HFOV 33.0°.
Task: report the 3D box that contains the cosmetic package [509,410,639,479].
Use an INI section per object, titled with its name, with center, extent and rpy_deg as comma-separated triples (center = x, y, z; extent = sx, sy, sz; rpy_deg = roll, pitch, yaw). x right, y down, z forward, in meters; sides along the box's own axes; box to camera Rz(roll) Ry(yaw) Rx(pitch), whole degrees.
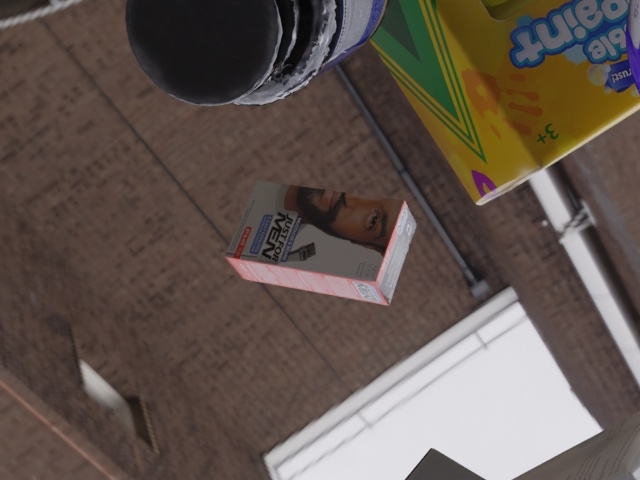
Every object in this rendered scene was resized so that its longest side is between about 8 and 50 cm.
[cosmetic package]
center = 0.256, 0.350, 1.196
extent = 0.385, 0.156, 0.217
rpy_deg = -40, 173, 34

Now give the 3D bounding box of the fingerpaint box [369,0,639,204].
[fingerpaint box]
center = 0.242, -0.308, 0.986
extent = 0.444, 0.371, 0.163
rpy_deg = -31, 178, -15

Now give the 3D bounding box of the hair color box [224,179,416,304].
[hair color box]
center = 0.000, 0.000, 1.062
extent = 0.167, 0.053, 0.093
rpy_deg = 9, -116, 26

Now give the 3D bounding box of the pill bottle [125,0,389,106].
[pill bottle]
center = -0.035, -0.156, 0.695
extent = 0.122, 0.123, 0.219
rpy_deg = -18, -167, 23

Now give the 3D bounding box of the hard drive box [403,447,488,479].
[hard drive box]
center = 0.167, 0.319, 0.959
extent = 0.232, 0.181, 0.089
rpy_deg = 28, -128, 27

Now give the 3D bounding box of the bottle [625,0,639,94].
[bottle]
center = 0.132, -0.138, 0.258
extent = 0.092, 0.283, 0.118
rpy_deg = 24, -113, 24
